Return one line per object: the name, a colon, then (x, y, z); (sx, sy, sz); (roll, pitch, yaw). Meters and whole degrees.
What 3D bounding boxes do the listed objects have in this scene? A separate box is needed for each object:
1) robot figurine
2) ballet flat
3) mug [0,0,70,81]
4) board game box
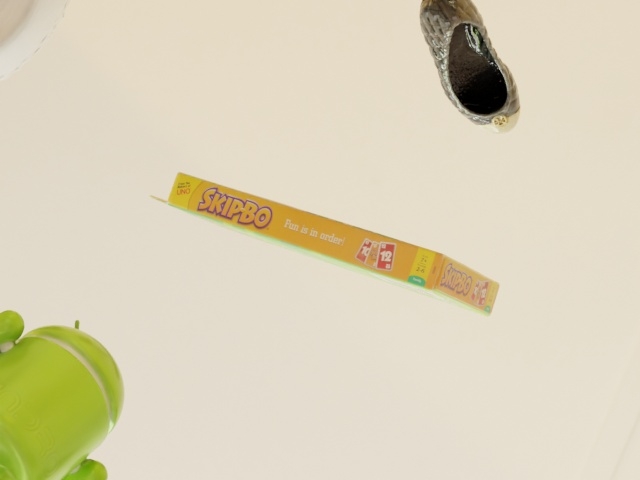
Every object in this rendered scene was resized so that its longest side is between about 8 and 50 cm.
robot figurine: (-0.141, 0.085, 0.599); (0.067, 0.115, 0.101); (-17, -73, 38)
ballet flat: (0.123, -0.137, 1.013); (0.058, 0.173, 0.049); (-26, -131, 12)
mug: (-0.297, -0.283, 0.975); (0.374, 0.276, 0.328); (-52, -151, 2)
board game box: (0.000, 0.000, 0.960); (0.260, 0.124, 0.039); (15, -94, 29)
